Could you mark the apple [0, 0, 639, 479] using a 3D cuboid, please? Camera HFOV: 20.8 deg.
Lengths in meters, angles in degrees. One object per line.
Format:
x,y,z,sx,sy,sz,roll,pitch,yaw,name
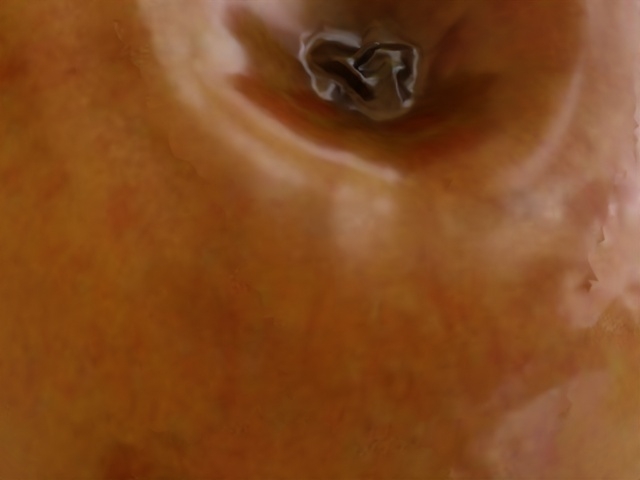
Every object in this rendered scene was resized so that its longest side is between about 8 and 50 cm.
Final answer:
0.000,0.000,0.523,0.275,0.299,0.299,94,-15,-56,apple
